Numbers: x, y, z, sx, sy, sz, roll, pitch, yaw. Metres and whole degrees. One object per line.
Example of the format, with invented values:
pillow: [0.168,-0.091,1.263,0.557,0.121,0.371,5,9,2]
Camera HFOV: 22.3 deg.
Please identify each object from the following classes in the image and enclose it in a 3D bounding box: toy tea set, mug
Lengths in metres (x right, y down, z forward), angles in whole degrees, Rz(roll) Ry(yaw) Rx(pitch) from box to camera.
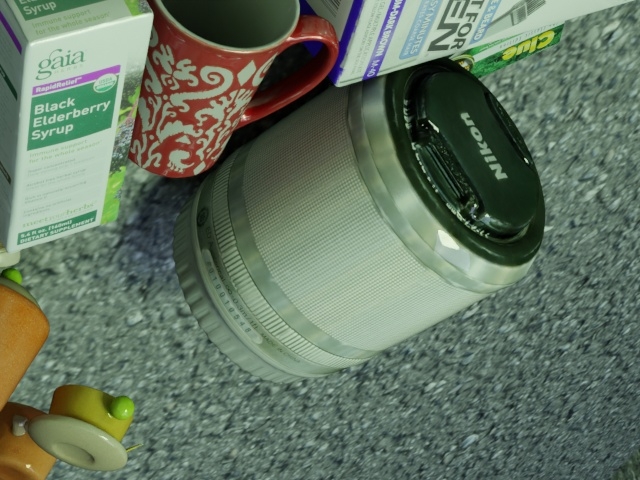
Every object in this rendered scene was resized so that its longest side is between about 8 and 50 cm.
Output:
toy tea set: [-0.289,0.126,1.411,0.200,0.124,0.336,34,147,-25]
mug: [-0.079,-0.123,1.223,0.169,0.150,0.113,-59,-176,49]

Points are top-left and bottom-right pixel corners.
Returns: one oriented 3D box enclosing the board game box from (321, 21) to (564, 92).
board game box: [0.117,-0.182,1.474,0.260,0.030,0.136,-25,151,-18]

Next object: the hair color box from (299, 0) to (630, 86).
hair color box: [0.146,-0.255,1.290,0.339,0.110,0.185,-21,151,-29]

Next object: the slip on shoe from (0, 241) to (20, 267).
slip on shoe: [-0.306,0.007,1.295,0.135,0.051,0.041,-9,106,-27]

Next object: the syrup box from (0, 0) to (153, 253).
syrup box: [-0.194,-0.104,1.164,0.093,0.096,0.237,-20,152,-27]

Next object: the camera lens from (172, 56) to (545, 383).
camera lens: [0.036,-0.019,1.388,0.274,0.219,0.219,-31,160,34]
